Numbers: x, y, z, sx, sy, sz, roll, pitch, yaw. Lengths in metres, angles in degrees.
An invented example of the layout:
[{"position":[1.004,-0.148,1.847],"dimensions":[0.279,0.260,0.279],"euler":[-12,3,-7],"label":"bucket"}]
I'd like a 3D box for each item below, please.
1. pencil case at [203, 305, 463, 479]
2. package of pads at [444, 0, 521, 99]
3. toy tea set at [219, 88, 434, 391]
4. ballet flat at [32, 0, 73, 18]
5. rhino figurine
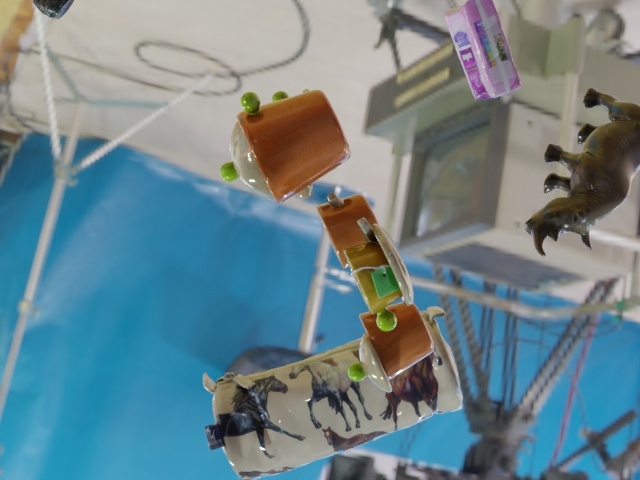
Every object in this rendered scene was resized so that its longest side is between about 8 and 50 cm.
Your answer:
[{"position":[0.025,0.237,1.807],"dimensions":[0.410,0.160,0.183],"euler":[-20,115,8],"label":"pencil case"},{"position":[0.134,-0.159,0.958],"dimensions":[0.032,0.083,0.050],"euler":[-22,-173,-10],"label":"package of pads"},{"position":[0.000,0.000,1.160],"dimensions":[0.124,0.336,0.200],"euler":[-25,175,-1],"label":"toy tea set"},{"position":[-0.375,-0.415,1.779],"dimensions":[0.049,0.173,0.057],"euler":[35,163,0],"label":"ballet flat"},{"position":[0.309,-0.073,1.328],"dimensions":[0.106,0.243,0.073],"euler":[18,148,33],"label":"rhino figurine"}]
